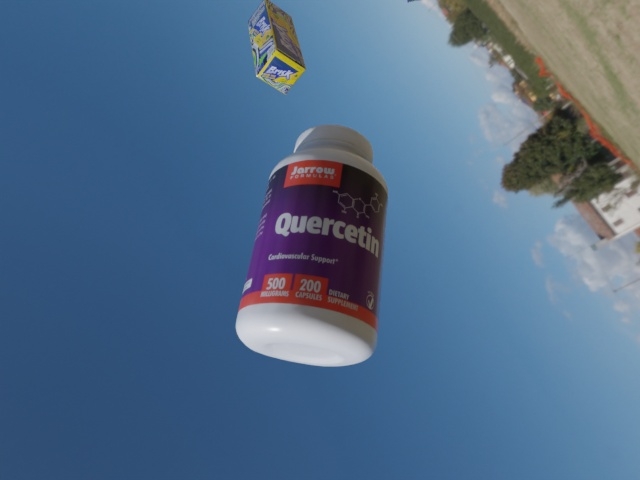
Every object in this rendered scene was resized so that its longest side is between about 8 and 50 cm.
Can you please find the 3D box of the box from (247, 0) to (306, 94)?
[{"bbox_3d":[-0.072,-0.313,0.692,0.059,0.054,0.168,20,-137,-36],"label":"box"}]

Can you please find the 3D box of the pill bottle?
[{"bbox_3d":[0.000,0.000,0.612,0.182,0.182,0.322,27,-122,-32],"label":"pill bottle"}]

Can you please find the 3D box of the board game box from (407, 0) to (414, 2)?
[{"bbox_3d":[0.229,-0.458,0.672,0.136,0.201,0.035,65,-147,-52],"label":"board game box"}]
